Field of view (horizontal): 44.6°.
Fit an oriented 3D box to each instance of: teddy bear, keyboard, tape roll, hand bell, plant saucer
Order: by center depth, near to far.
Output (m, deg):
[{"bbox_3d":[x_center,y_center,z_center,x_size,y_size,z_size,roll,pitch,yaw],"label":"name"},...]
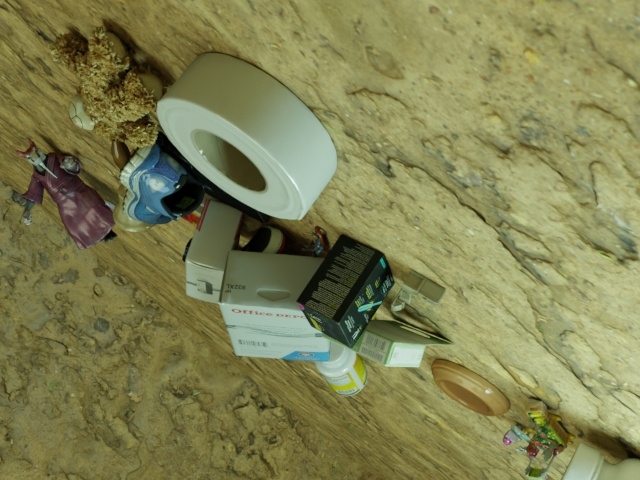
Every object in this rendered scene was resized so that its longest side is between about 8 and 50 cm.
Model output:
[{"bbox_3d":[-0.115,-0.157,1.229,0.286,0.100,0.286,31,161,12],"label":"tape roll"},{"bbox_3d":[-0.386,-0.267,1.413,0.338,0.113,0.245,11,148,51],"label":"teddy bear"},{"bbox_3d":[-0.252,-0.145,1.610,0.317,0.033,0.201,27,166,20],"label":"keyboard"},{"bbox_3d":[-0.436,-0.142,1.764,0.126,0.126,0.242,27,148,22],"label":"hand bell"},{"bbox_3d":[0.337,0.344,1.790,0.200,0.037,0.200,31,161,12],"label":"plant saucer"}]

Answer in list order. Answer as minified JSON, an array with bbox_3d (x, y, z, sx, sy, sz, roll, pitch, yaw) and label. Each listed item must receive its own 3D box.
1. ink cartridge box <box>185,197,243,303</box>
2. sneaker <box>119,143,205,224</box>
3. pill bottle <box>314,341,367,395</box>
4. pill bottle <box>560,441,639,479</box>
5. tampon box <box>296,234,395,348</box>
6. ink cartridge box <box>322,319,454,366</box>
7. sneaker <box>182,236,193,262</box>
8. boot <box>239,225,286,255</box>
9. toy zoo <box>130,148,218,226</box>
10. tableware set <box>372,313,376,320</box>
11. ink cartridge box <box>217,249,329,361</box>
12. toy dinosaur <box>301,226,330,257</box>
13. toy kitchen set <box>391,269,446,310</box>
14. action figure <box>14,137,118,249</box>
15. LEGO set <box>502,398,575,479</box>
[{"bbox_3d":[-0.239,0.029,1.746,0.092,0.159,0.218,17,155,-4],"label":"ink cartridge box"},{"bbox_3d":[-0.326,-0.088,1.637,0.147,0.130,0.330,34,165,2],"label":"sneaker"},{"bbox_3d":[0.053,0.338,2.144,0.117,0.117,0.215,25,159,29],"label":"pill bottle"},{"bbox_3d":[0.649,0.567,1.492,0.407,0.229,0.229,28,161,21],"label":"pill bottle"},{"bbox_3d":[0.049,0.097,1.475,0.101,0.161,0.120,25,159,27],"label":"tampon box"},{"bbox_3d":[0.141,0.205,1.590,0.171,0.056,0.235,19,-177,40],"label":"ink cartridge box"},{"bbox_3d":[-0.240,0.065,1.971,0.232,0.090,0.081,33,177,-23],"label":"sneaker"},{"bbox_3d":[-0.080,0.052,1.745,0.176,0.088,0.244,25,157,-13],"label":"boot"},{"bbox_3d":[-0.319,-0.092,1.855,0.293,0.030,0.192,31,161,12],"label":"toy zoo"},{"bbox_3d":[0.065,0.148,1.804,0.154,0.024,0.104,26,163,21],"label":"tableware set"},{"bbox_3d":[-0.087,0.150,1.702,0.223,0.129,0.307,5,153,3],"label":"ink cartridge box"},{"bbox_3d":[0.000,0.000,1.551,0.090,0.047,0.082,2,159,-24],"label":"toy dinosaur"},{"bbox_3d":[0.178,0.112,1.435,0.075,0.068,0.083,30,161,16],"label":"toy kitchen set"},{"bbox_3d":[-0.727,-0.156,2.280,0.370,0.248,0.276,55,-161,-19],"label":"action figure"},{"bbox_3d":[0.469,0.444,1.694,0.132,0.107,0.287,29,161,17],"label":"LEGO set"}]
